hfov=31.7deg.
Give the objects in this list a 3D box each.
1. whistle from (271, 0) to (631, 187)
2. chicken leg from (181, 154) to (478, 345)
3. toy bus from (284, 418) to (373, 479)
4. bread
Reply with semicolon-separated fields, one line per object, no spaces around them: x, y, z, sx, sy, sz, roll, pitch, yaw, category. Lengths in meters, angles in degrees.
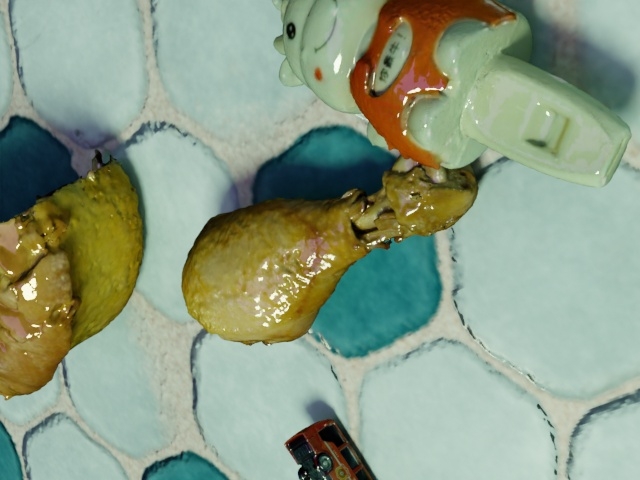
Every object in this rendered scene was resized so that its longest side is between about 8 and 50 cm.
0.063;-0.100;0.660;0.253;0.106;0.102;33;141;27;whistle
-0.002;0.001;0.765;0.251;0.087;0.107;-28;79;38;chicken leg
0.020;0.185;0.841;0.110;0.043;0.031;56;136;6;toy bus
-0.248;0.044;0.944;0.260;0.160;0.147;-25;98;40;bread
